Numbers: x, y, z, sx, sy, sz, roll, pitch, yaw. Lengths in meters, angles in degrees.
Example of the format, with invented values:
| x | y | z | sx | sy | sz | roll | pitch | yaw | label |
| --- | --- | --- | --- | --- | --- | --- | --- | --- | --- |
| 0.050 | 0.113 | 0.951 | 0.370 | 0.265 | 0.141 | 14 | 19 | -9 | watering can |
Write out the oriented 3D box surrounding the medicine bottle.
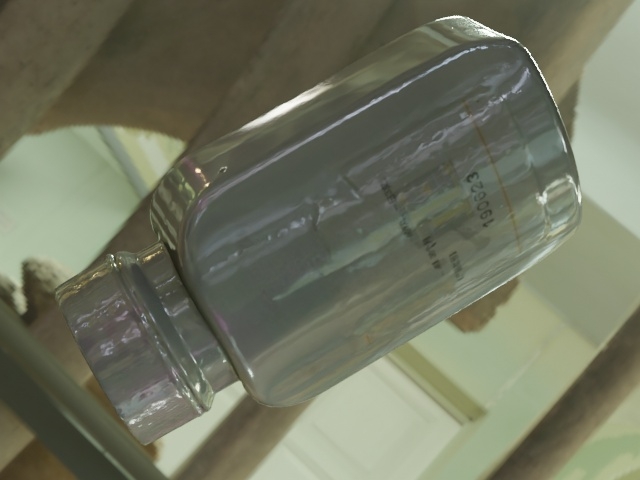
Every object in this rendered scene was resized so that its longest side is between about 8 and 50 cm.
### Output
| x | y | z | sx | sy | sz | roll | pitch | yaw | label |
| --- | --- | --- | --- | --- | --- | --- | --- | --- | --- |
| 0.000 | 0.000 | 0.632 | 0.161 | 0.296 | 0.111 | 63 | -9 | -31 | medicine bottle |
